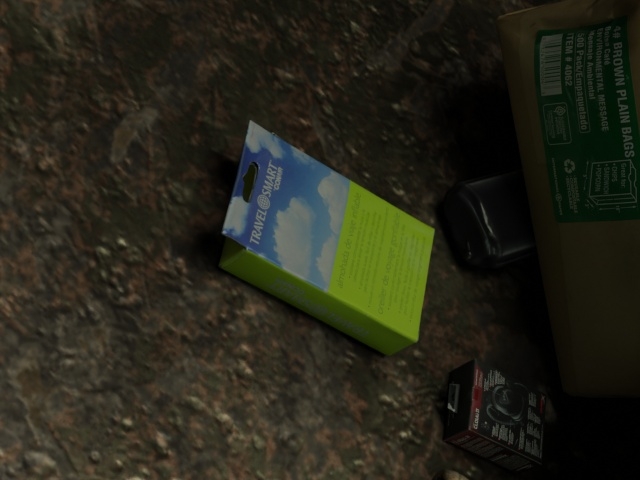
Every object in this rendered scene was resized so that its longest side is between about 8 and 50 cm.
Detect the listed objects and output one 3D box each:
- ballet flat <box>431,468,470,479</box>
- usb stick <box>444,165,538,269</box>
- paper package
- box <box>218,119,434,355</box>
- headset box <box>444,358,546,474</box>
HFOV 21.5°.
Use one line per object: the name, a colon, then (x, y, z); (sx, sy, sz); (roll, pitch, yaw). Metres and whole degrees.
ballet flat: (0.021, 0.244, 1.114); (0.106, 0.107, 0.316); (45, 38, 15)
usb stick: (0.210, -0.035, 1.434); (0.278, 0.045, 0.077); (-16, 77, -43)
paper package: (0.319, -0.051, 1.387); (0.309, 0.168, 0.325); (-14, 96, -44)
box: (0.000, 0.000, 1.245); (0.178, 0.042, 0.109); (29, 52, -25)
headset box: (0.131, 0.134, 1.291); (0.083, 0.032, 0.062); (26, 53, -26)
